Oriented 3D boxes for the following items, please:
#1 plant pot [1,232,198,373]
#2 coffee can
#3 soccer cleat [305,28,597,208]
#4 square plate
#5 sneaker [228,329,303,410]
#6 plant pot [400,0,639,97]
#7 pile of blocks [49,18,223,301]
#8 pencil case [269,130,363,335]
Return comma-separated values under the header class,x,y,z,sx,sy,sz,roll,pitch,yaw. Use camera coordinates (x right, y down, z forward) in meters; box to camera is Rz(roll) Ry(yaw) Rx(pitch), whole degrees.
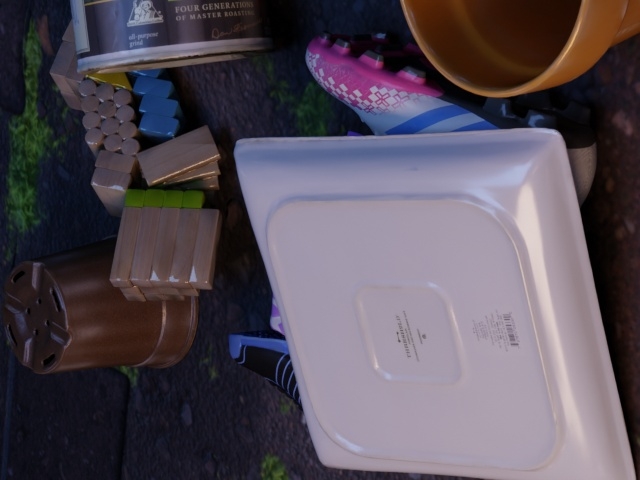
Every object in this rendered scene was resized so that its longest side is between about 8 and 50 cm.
class,x,y,z,sx,sy,sz,roll,pitch,yaw
plant pot,-0.250,0.072,1.962,0.167,0.165,0.167,9,103,46
coffee can,-0.159,-0.313,1.768,0.201,0.201,0.275,-2,96,47
soccer cleat,0.100,-0.090,1.595,0.331,0.116,0.143,28,116,40
square plate,0.089,0.071,1.579,0.344,0.049,0.347,0,115,37
sneaker,-0.008,0.141,1.778,0.232,0.081,0.090,7,97,46
plant pot,0.195,-0.226,1.410,0.205,0.188,0.205,17,112,46
pile of blocks,-0.182,-0.085,1.926,0.112,0.149,0.362,70,180,-66
pencil case,0.000,0.000,1.739,0.086,0.088,0.206,25,116,50
